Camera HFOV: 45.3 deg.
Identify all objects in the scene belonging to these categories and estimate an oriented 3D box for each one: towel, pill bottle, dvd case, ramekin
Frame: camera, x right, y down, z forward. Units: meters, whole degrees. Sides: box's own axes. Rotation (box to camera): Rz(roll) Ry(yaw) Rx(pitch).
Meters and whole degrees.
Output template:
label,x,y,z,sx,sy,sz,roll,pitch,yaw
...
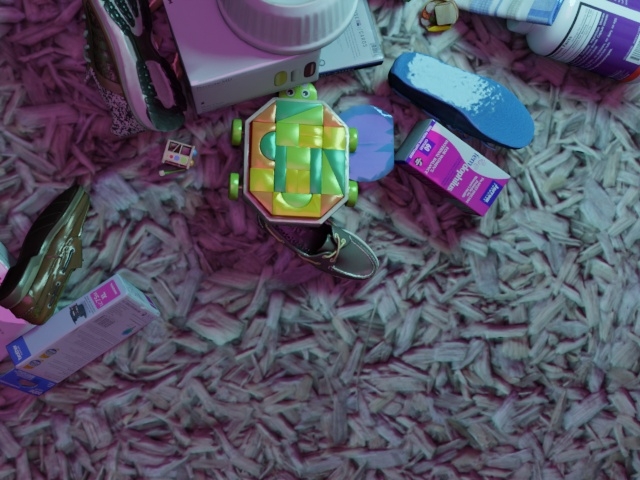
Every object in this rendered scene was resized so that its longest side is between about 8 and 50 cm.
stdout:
label,x,y,z,sx,sy,sz,roll,pitch,yaw
towel,0.401,-0.564,1.595,0.034,0.285,0.209,21,96,-49
pill bottle,0.578,-0.467,1.660,0.323,0.181,0.181,16,94,-10
dvd case,-0.003,-0.433,1.622,0.239,0.029,0.179,-13,78,-7
ramekin,-0.060,-0.488,1.403,0.273,0.127,0.272,1,76,-3

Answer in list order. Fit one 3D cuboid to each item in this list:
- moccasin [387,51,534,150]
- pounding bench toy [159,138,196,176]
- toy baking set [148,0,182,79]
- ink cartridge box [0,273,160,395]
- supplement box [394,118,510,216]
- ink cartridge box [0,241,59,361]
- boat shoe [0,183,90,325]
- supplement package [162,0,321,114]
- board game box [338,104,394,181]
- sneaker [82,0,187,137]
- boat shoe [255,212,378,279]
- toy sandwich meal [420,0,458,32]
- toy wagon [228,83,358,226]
label,x,y,z,sx,sy,sz,roll,pitch,yaw
moccasin,0.307,-0.307,1.675,0.342,0.117,0.137,32,79,-6
pounding bench toy,-0.301,-0.167,1.623,0.065,0.052,0.083,16,94,-11
toy baking set,-0.278,-0.451,1.609,0.256,0.030,0.197,-46,105,0
ink cartridge box,-0.500,0.198,1.570,0.311,0.186,0.065,-36,69,-4
supplement box,0.286,-0.159,1.686,0.220,0.114,0.111,33,90,-13
ink cartridge box,-0.713,0.163,1.564,0.278,0.117,0.201,-38,101,-3
boat shoe,-0.536,0.028,1.543,0.104,0.111,0.307,45,51,-33
supplement package,-0.154,-0.399,1.516,0.262,0.145,0.204,-18,78,-7
board game box,0.093,-0.213,1.691,0.133,0.033,0.168,-2,92,-4
sneaker,-0.429,-0.386,1.530,0.182,0.158,0.410,-19,92,28
boat shoe,-0.002,0.004,1.669,0.305,0.091,0.109,30,92,-11
toy sandwich meal,0.259,-0.489,1.668,0.086,0.029,0.085,6,120,10
toy wagon,-0.055,-0.202,1.604,0.267,0.068,0.344,3,80,-9
